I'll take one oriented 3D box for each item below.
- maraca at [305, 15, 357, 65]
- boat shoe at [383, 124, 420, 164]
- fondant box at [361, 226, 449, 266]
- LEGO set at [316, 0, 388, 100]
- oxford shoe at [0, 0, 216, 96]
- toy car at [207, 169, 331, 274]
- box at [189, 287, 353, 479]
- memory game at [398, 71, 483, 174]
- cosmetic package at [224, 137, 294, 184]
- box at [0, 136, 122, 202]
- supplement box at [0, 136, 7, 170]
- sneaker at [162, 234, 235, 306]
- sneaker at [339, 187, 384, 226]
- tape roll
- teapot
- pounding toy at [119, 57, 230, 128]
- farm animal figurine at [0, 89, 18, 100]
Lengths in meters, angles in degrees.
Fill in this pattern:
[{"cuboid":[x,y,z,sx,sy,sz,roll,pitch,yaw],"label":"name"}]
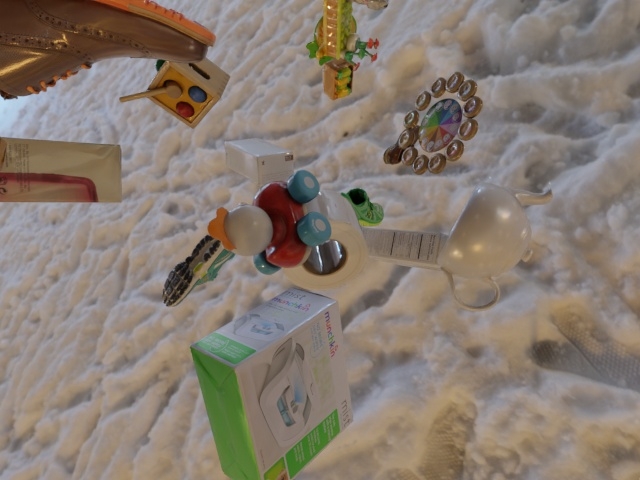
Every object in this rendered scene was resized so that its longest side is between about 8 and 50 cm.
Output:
[{"cuboid":[0.035,-0.643,1.464,0.185,0.127,0.099,-46,27,33],"label":"maraca"},{"cuboid":[0.281,-0.310,1.508,0.178,0.064,0.060,-47,43,-17],"label":"boat shoe"},{"cuboid":[0.297,0.032,1.422,0.330,0.238,0.096,8,86,50],"label":"fondant box"},{"cuboid":[0.069,-0.301,0.547,0.107,0.132,0.286,22,113,15],"label":"LEGO set"},{"cuboid":[-0.310,-0.235,0.544,0.130,0.364,0.132,-113,29,-71],"label":"oxford shoe"},{"cuboid":[-0.142,-0.042,1.026,0.219,0.238,0.210,-31,65,41],"label":"toy car"},{"cuboid":[-0.071,0.251,0.793,0.127,0.261,0.231,10,25,42],"label":"box"},{"cuboid":[0.203,-0.202,0.805,0.186,0.012,0.186,-28,55,49],"label":"memory game"},{"cuboid":[-0.184,-0.238,1.354,0.117,0.085,0.231,-16,30,-29],"label":"cosmetic package"},{"cuboid":[-0.554,-0.142,0.975,0.149,0.233,0.126,9,99,58],"label":"box"},{"cuboid":[-0.539,-0.178,0.610,0.078,0.233,0.080,-27,52,-2],"label":"supplement box"},{"cuboid":[-0.364,0.105,1.391,0.275,0.110,0.107,-44,53,5],"label":"sneaker"},{"cuboid":[0.149,-0.119,1.634,0.109,0.296,0.123,30,109,30],"label":"sneaker"},{"cuboid":[0.000,0.000,1.314,0.246,0.246,0.169,-35,33,16],"label":"tape roll"},{"cuboid":[0.406,0.001,1.096,0.187,0.256,0.252,30,45,14],"label":"teapot"},{"cuboid":[-0.274,-0.288,0.871,0.130,0.141,0.100,-31,37,41],"label":"pounding toy"},{"cuboid":[-0.813,-0.352,0.989,0.330,0.172,0.326,-28,70,-17],"label":"farm animal figurine"}]
